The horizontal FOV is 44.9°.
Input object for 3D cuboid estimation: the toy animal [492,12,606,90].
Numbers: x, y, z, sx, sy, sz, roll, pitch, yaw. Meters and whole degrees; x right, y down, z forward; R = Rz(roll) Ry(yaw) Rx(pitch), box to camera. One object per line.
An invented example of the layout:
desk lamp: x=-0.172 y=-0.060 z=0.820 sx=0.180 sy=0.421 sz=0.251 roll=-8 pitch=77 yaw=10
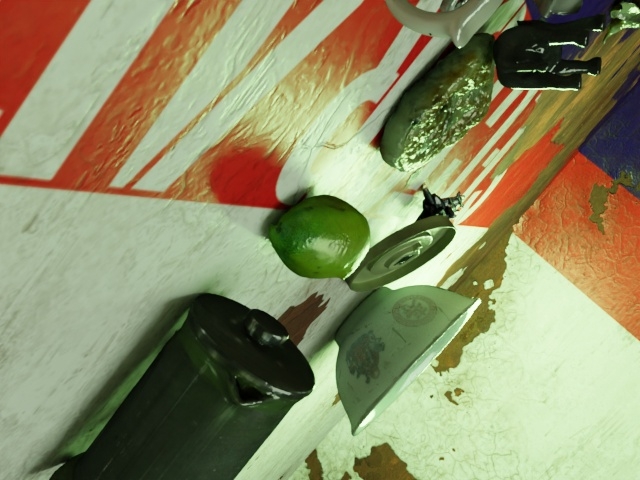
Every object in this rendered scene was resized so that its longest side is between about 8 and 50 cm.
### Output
toy animal: x=0.307 y=-0.259 z=1.035 sx=0.269 sy=0.137 sz=0.082 roll=-47 pitch=136 yaw=-58

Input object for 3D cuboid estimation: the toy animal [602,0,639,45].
toy animal: x=0.664 y=-0.459 z=1.634 sx=0.219 sy=0.095 sz=0.155 roll=-31 pitch=154 yaw=-43

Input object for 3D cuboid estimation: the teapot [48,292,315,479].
teapot: x=-0.160 y=0.220 z=0.982 sx=0.337 sy=0.200 sz=0.270 roll=-52 pitch=-170 yaw=12

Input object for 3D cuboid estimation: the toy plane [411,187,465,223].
toy plane: x=0.221 y=-0.061 z=1.495 sx=0.130 sy=0.061 sz=0.189 roll=-31 pitch=164 yaw=6

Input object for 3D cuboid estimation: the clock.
clock: x=0.155 y=0.030 z=1.490 sx=0.234 sy=0.029 sz=0.235 roll=-26 pitch=160 yaw=-10

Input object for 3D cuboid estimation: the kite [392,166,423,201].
kite: x=0.151 y=-0.099 z=1.326 sx=0.078 sy=0.002 sz=0.044 roll=-43 pitch=164 yaw=-14

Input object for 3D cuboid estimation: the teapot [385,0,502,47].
teapot: x=0.156 y=-0.282 z=0.579 sx=0.300 sy=0.165 sz=0.208 roll=-54 pitch=167 yaw=7

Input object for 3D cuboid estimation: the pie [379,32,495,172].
pie: x=0.173 y=-0.186 z=1.072 sx=0.240 sy=0.054 sz=0.240 roll=-41 pitch=162 yaw=-16

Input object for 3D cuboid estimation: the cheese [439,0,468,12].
cheese: x=0.195 y=-0.331 z=0.737 sx=0.249 sy=0.071 sz=0.163 roll=-48 pitch=165 yaw=7

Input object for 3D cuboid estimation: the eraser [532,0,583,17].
eraser: x=0.358 y=-0.418 z=0.922 sx=0.171 sy=0.087 sz=0.291 roll=-33 pitch=161 yaw=-25

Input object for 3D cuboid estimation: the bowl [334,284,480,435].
bowl: x=0.163 y=0.236 z=1.833 sx=0.435 sy=0.196 sz=0.435 roll=-42 pitch=164 yaw=-15

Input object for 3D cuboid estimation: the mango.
mango: x=0.001 y=0.000 z=0.995 sx=0.119 sy=0.100 sz=0.178 roll=-48 pitch=157 yaw=13
